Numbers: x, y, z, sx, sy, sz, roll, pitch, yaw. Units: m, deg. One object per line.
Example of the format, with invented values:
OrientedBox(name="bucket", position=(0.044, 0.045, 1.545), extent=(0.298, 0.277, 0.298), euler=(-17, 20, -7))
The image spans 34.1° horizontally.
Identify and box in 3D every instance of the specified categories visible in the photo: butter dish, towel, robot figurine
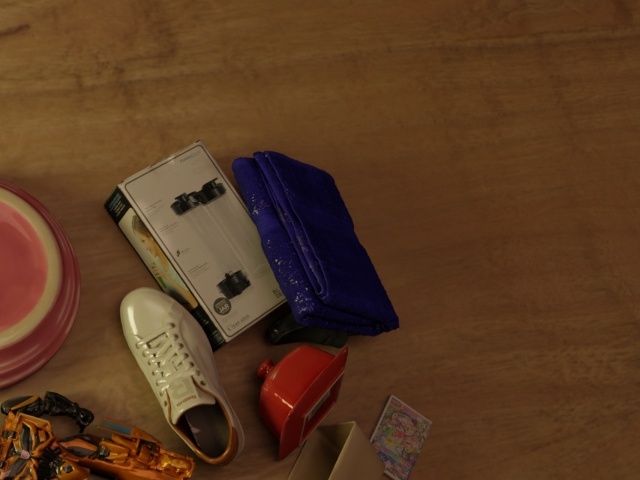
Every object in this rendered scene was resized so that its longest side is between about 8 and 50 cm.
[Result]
OrientedBox(name="butter dish", position=(-0.045, 0.223, 1.579), extent=(0.118, 0.160, 0.160), euler=(34, 55, 16))
OrientedBox(name="towel", position=(0.000, 0.000, 1.632), extent=(0.227, 0.076, 0.308), euler=(12, 45, -46))
OrientedBox(name="robot figurine", position=(-0.325, 0.320, 1.412), extent=(0.290, 0.085, 0.211), euler=(22, 61, -18))

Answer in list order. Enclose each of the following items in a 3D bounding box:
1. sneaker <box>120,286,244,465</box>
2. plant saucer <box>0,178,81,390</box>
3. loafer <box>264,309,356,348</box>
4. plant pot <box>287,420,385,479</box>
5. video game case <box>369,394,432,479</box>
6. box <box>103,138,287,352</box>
OrientedBox(name="sneaker", position=(-0.195, 0.190, 1.496), extent=(0.105, 0.123, 0.290), euler=(-33, 86, -4))
OrientedBox(name="plant saucer", position=(-0.489, 0.045, 1.436), extent=(0.332, 0.084, 0.332), euler=(12, 63, -24))
OrientedBox(name="loafer", position=(0.016, 0.135, 1.668), extent=(0.223, 0.076, 0.078), euler=(-12, 68, -34))
OrientedBox(name="plant pot", position=(0.032, 0.349, 1.577), extent=(0.096, 0.109, 0.109), euler=(42, 56, -21))
OrientedBox(name="video game case", position=(0.124, 0.322, 1.686), extent=(0.087, 0.011, 0.122), euler=(36, 58, -10))
OrientedBox(name="box", position=(-0.180, 0.009, 1.613), extent=(0.169, 0.087, 0.290), euler=(-35, 88, -33))
